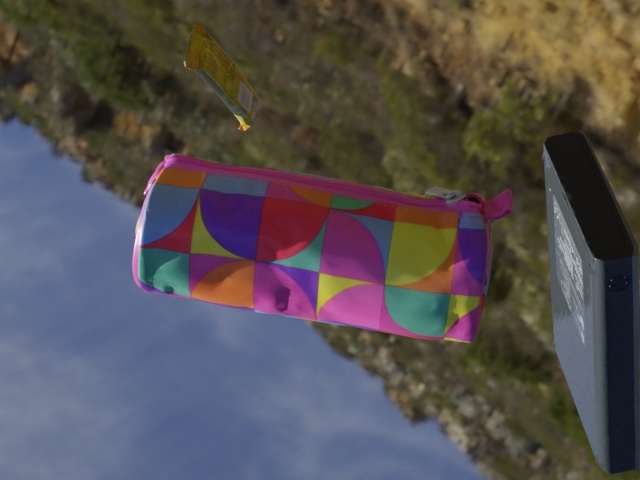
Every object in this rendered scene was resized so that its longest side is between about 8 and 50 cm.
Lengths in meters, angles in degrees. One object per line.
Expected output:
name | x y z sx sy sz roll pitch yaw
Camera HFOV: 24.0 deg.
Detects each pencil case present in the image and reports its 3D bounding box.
pencil case | 0.000 0.000 0.965 0.236 0.104 0.104 6 -153 4

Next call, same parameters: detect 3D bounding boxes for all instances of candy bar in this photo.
candy bar | -0.083 -0.138 1.303 0.018 0.040 0.161 6 165 17

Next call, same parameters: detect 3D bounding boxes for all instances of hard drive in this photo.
hard drive | 0.127 0.030 0.706 0.022 0.135 0.094 -11 -141 -1
